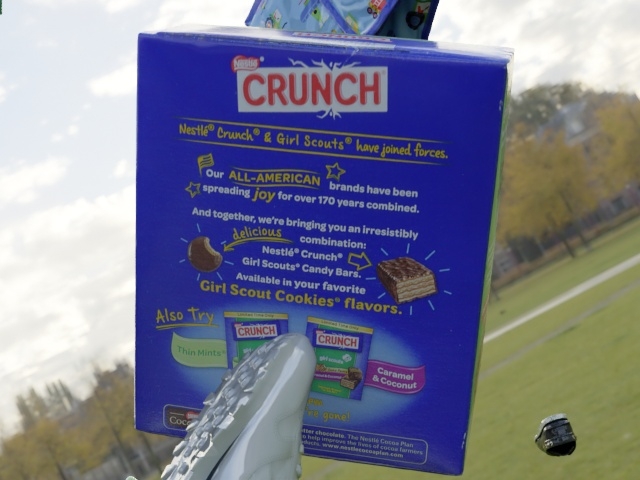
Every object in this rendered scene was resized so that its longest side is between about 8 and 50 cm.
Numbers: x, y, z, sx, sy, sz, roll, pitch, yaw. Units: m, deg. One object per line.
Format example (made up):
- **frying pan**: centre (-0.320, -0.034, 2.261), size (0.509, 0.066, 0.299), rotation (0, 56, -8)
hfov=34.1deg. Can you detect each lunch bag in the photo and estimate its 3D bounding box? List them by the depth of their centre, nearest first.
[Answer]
- **lunch bag**: centre (0.046, -0.306, 1.235), size (0.138, 0.221, 0.293), rotation (-10, -38, -31)

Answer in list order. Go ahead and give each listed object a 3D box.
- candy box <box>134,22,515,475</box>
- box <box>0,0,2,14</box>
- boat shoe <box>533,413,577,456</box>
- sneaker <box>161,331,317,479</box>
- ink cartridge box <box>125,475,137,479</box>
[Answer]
- **candy box**: centre (0.000, 0.000, 0.809), size (0.268, 0.317, 0.122), rotation (7, 18, 9)
- **box**: centre (-0.481, -0.293, 1.244), size (0.179, 0.043, 0.105), rotation (4, 6, 28)
- **boat shoe**: centre (0.314, 0.269, 1.386), size (0.049, 0.042, 0.133), rotation (-17, -26, 1)
- **sneaker**: centre (-0.053, 0.170, 0.679), size (0.235, 0.094, 0.090), rotation (-62, 12, -23)
- **ink cartridge box**: centre (-0.233, 0.425, 1.048), size (0.207, 0.119, 0.353), rotation (-47, 15, 12)
